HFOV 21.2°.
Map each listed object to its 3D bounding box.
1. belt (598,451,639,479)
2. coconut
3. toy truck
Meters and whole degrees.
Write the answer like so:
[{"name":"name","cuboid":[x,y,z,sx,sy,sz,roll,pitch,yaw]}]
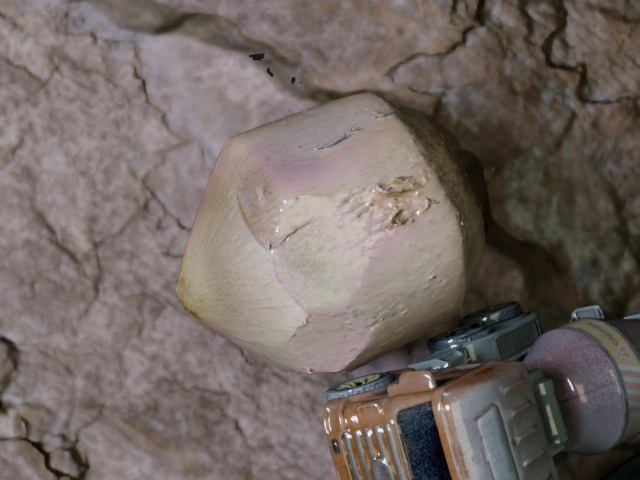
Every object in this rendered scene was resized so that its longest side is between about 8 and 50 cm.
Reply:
[{"name":"belt","cuboid":[0.373,0.149,1.020,0.436,0.300,0.173,-26,92,-10]},{"name":"coconut","cuboid":[0.000,0.000,1.029,0.183,0.171,0.171,-23,92,-18]},{"name":"toy truck","cuboid":[0.125,0.099,1.026,0.256,0.140,0.108,-19,93,-52]}]
